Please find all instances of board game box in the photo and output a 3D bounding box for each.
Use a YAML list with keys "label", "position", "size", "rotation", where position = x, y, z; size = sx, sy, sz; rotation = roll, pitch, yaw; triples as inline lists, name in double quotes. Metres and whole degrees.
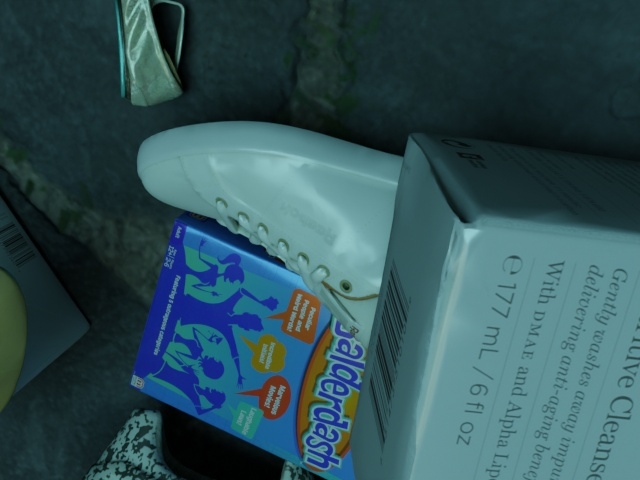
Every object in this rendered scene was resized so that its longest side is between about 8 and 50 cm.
- label: "board game box"
  position: [-0.032, 0.086, 0.645]
  size: [0.210, 0.047, 0.160]
  rotation: [23, 114, 7]

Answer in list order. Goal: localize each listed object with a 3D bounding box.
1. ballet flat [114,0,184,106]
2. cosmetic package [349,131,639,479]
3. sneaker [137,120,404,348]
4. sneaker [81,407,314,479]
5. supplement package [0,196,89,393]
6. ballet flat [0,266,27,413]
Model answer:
- label: "ballet flat"
  position: [-0.125, -0.181, 0.585]
  size: [0.052, 0.057, 0.168]
  rotation: [-7, 113, -10]
- label: "cosmetic package"
  position: [0.223, 0.081, 0.444]
  size: [0.385, 0.156, 0.217]
  rotation: [6, 111, -5]
- label: "sneaker"
  position: [0.000, 0.000, 0.550]
  size: [0.290, 0.106, 0.123]
  rotation: [12, 75, 12]
- label: "sneaker"
  position: [-0.023, 0.262, 0.644]
  size: [0.410, 0.158, 0.182]
  rotation: [27, 76, -1]
- label: "supplement package"
  position: [-0.348, 0.062, 0.676]
  size: [0.203, 0.149, 0.194]
  rotation: [-27, 100, 23]
- label: "ballet flat"
  position: [-0.263, 0.119, 0.550]
  size: [0.080, 0.073, 0.232]
  rotation: [31, 114, 2]
